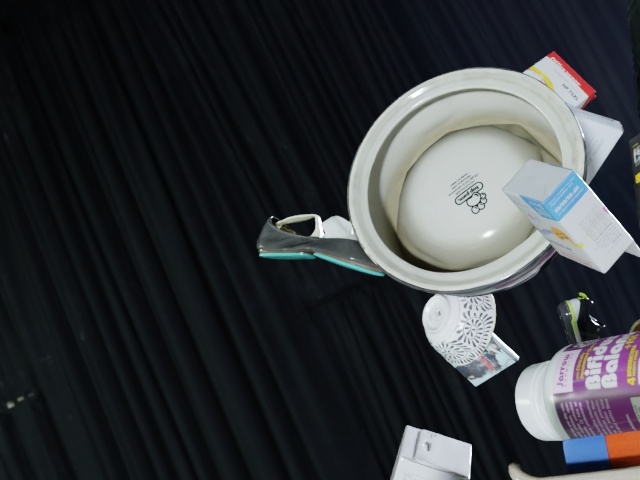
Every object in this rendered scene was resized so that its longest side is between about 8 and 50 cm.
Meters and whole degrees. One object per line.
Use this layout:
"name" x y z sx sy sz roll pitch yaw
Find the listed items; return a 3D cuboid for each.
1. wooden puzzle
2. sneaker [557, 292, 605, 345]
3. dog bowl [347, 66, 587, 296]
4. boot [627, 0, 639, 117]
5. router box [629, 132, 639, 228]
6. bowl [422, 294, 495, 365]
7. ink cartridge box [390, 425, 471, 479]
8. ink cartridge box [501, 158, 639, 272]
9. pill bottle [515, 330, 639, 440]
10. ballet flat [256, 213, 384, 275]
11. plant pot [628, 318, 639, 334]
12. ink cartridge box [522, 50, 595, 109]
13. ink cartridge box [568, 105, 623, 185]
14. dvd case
"wooden puzzle" 0.424 0.275 0.891 0.348 0.080 0.322 -10 -30 24
"sneaker" 0.675 0.245 1.933 0.097 0.234 0.084 -21 15 6
"dog bowl" 0.259 -0.085 1.329 0.408 0.407 0.150 -26 -30 17
"boot" 0.604 -0.292 1.204 0.207 0.246 0.094 0 -17 3
"router box" 0.802 -0.184 1.633 0.081 0.242 0.309 16 -30 -16
"bowl" 0.251 0.150 1.486 0.080 0.170 0.170 19 -29 -27
"ink cartridge box" 0.247 0.595 1.824 0.168 0.232 0.171 15 15 8
"ink cartridge box" 0.341 -0.022 1.032 0.061 0.181 0.104 -48 22 -1
"pill bottle" 0.443 0.227 1.143 0.169 0.169 0.301 -19 -4 -37
"ballet flat" 0.000 0.000 1.425 0.281 0.096 0.095 8 -5 30
"plant pot" 0.713 0.210 1.326 0.254 0.237 0.237 -17 -7 -7
"ink cartridge box" 0.498 -0.318 1.688 0.231 0.134 0.078 -36 -15 -17
"ink cartridge box" 0.463 -0.178 1.582 0.224 0.045 0.223 16 -50 -8
"dvd case" 0.321 0.235 1.532 0.119 0.087 0.013 -43 7 36
